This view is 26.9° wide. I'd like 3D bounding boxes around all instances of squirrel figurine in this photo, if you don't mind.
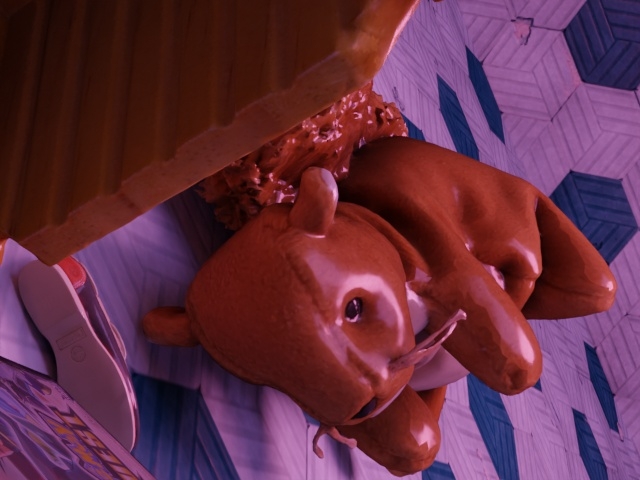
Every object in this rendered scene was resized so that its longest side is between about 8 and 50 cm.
[{"bbox_3d":[0.000,0.000,1.085,0.370,0.281,0.397,-2,58,-59],"label":"squirrel figurine"}]

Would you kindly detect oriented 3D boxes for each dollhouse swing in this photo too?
[{"bbox_3d":[-0.155,-0.223,0.674,0.305,0.347,0.315,41,33,-38],"label":"dollhouse swing"}]

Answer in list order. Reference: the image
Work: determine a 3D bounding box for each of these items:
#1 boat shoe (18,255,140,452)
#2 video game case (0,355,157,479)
[{"bbox_3d":[-0.146,0.071,0.845,0.137,0.049,0.043,65,17,1],"label":"boat shoe"},{"bbox_3d":[-0.117,0.127,0.622,0.275,0.035,0.248,39,-1,27],"label":"video game case"}]
